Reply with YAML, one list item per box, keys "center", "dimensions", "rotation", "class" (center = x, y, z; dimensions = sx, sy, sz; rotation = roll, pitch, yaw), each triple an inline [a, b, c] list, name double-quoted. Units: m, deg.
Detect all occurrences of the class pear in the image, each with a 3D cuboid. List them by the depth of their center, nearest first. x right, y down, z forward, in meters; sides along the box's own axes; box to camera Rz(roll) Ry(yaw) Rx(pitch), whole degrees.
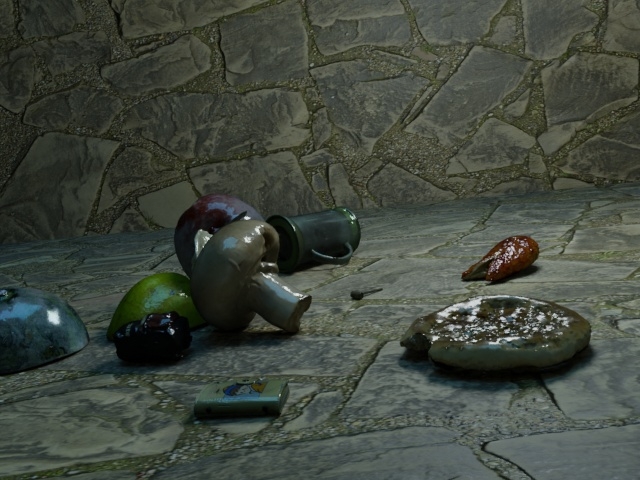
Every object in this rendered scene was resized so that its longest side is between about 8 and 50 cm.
- center: [-0.455, 0.177, 1.833]
  dimensions: [0.287, 0.139, 0.239]
  rotation: [-1, 19, 36]
  class: "pear"

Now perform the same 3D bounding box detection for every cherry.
- center: [-0.264, 0.027, 2.092]
  dimensions: [0.291, 0.335, 0.326]
  rotation: [-40, 48, 8]
  class: "cherry"

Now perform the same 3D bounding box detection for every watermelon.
- center: [-0.737, 0.207, 1.669]
  dimensions: [0.321, 0.175, 0.188]
  rotation: [-9, 9, -9]
  class: "watermelon"

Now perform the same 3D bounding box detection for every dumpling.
- center: [-0.297, 0.069, 1.864]
  dimensions: [0.111, 0.181, 0.155]
  rotation: [-45, -1, 15]
  class: "dumpling"

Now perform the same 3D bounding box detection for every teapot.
- center: [0.000, 0.000, 2.440]
  dimensions: [0.336, 0.201, 0.270]
  rotation: [-12, 37, -41]
  class: "teapot"

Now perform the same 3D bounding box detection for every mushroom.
- center: [-0.155, 0.100, 1.708]
  dimensions: [0.289, 0.293, 0.292]
  rotation: [21, 17, 14]
  class: "mushroom"

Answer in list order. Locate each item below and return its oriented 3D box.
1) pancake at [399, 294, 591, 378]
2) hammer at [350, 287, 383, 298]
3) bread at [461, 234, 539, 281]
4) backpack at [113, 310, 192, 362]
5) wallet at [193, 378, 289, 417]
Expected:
- center: [0.346, 0.183, 1.398]
  dimensions: [0.381, 0.071, 0.382]
  rotation: [-6, 9, 1]
  class: "pancake"
- center: [0.134, 0.145, 1.948]
  dimensions: [0.110, 0.019, 0.035]
  rotation: [-7, 8, -40]
  class: "hammer"
- center: [0.526, 0.051, 2.004]
  dimensions: [0.268, 0.095, 0.139]
  rotation: [-18, 7, -36]
  class: "bread"
- center: [-0.380, 0.216, 1.578]
  dimensions: [0.165, 0.106, 0.120]
  rotation: [-3, 14, 4]
  class: "backpack"
- center: [-0.137, 0.277, 1.253]
  dimensions: [0.154, 0.040, 0.110]
  rotation: [-4, 11, 9]
  class: "wallet"
